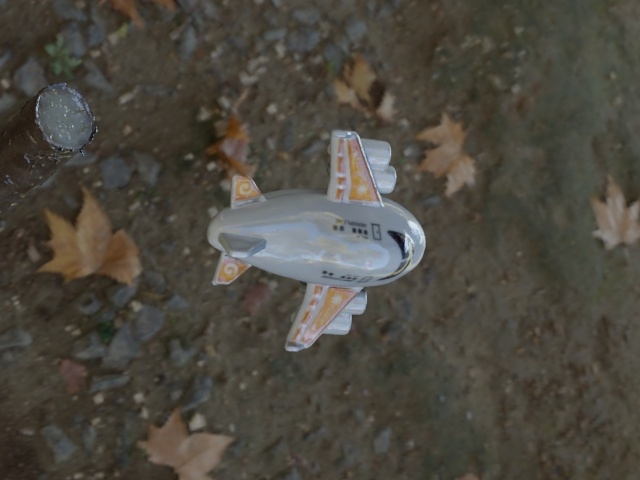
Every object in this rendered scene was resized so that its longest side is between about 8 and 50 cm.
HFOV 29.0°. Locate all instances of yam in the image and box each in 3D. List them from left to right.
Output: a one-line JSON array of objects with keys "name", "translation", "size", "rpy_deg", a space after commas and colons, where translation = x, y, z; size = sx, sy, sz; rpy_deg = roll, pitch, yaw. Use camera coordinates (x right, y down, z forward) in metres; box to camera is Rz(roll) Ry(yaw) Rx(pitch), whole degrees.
[{"name": "yam", "translation": [-0.500, -0.146, 2.091], "size": [0.131, 0.280, 0.131], "rpy_deg": [27, 47, -33]}]

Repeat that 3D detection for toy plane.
[{"name": "toy plane", "translation": [0.000, 0.000, 1.280], "size": [0.245, 0.117, 0.244], "rpy_deg": [-7, 113, -18]}]
